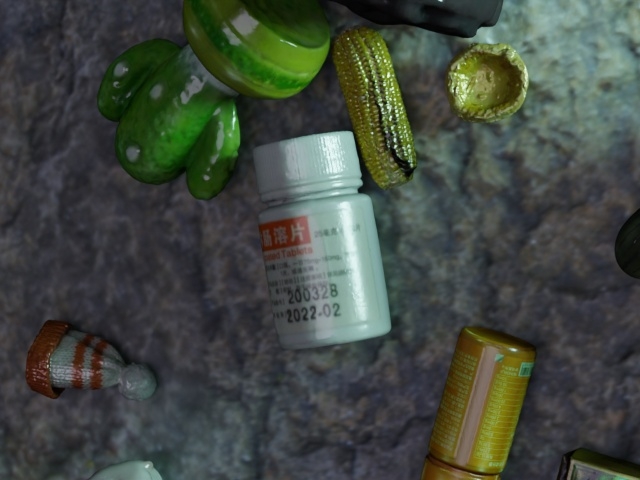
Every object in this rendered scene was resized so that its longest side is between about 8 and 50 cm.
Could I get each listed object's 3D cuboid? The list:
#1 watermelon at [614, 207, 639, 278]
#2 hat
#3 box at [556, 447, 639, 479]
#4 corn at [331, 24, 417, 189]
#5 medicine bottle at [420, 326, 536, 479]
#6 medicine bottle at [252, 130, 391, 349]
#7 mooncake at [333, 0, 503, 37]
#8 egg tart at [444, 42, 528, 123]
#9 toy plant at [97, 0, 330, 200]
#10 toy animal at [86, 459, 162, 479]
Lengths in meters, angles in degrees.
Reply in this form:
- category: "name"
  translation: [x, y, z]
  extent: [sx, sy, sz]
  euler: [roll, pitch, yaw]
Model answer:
- category: "watermelon"
  translation: [0.384, -0.005, 1.789]
  extent: [0.078, 0.078, 0.110]
  euler: [44, 99, 12]
- category: "hat"
  translation: [-0.291, 0.164, 2.026]
  extent: [0.162, 0.112, 0.093]
  euler: [7, 123, 8]
- category: "box"
  translation: [0.337, 0.378, 1.826]
  extent: [0.159, 0.071, 0.240]
  euler: [15, 97, 20]
- category: "corn"
  translation: [0.066, -0.162, 1.896]
  extent: [0.072, 0.072, 0.203]
  euler: [-16, 88, 19]
- category: "medicine bottle"
  translation: [0.187, 0.205, 1.855]
  extent: [0.096, 0.096, 0.191]
  euler: [16, 98, 17]
- category: "medicine bottle"
  translation: [0.000, 0.000, 1.886]
  extent: [0.145, 0.144, 0.252]
  euler: [-7, 89, 19]
- category: "mooncake"
  translation: [0.074, -0.316, 1.776]
  extent: [0.283, 0.283, 0.141]
  euler: [16, 98, 17]
- category: "egg tart"
  translation: [0.199, -0.186, 1.863]
  extent: [0.105, 0.039, 0.105]
  euler: [1, 92, 19]
- category: "toy plant"
  translation: [-0.140, -0.190, 1.931]
  extent: [0.316, 0.184, 0.224]
  euler: [-42, 74, 32]
- category: "toy animal"
  translation: [-0.218, 0.463, 1.977]
  extent: [0.357, 0.194, 0.258]
  euler: [57, 132, 25]
